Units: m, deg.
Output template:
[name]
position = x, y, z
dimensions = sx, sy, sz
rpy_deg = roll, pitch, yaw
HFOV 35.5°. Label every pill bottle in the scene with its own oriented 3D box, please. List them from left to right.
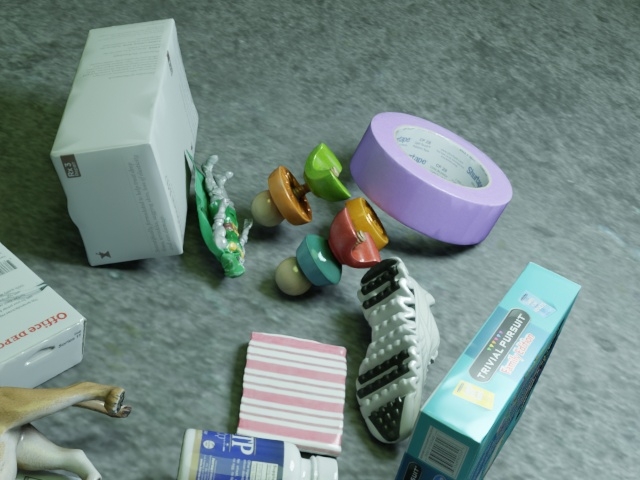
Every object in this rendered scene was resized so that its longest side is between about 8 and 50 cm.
[pill bottle]
position = -0.078, 0.291, 1.196
dimensions = 0.186, 0.112, 0.112
rpy_deg = 9, 39, -7

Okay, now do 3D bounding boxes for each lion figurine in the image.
[lion figurine]
position = -0.386, 0.259, 1.110
dimensions = 0.240, 0.142, 0.392
rpy_deg = 12, 21, 10

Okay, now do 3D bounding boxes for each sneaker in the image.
[sneaker]
position = 0.123, 0.162, 1.429
dimensions = 0.118, 0.110, 0.292
rpy_deg = 37, 40, -32

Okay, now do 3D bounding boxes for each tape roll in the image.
[tape roll]
position = 0.191, -0.111, 1.733
dimensions = 0.274, 0.090, 0.275
rpy_deg = 21, 28, -12

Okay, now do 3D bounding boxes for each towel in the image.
[towel]
position = -0.038, 0.211, 1.379
dimensions = 0.144, 0.029, 0.197
rpy_deg = 10, 41, -5

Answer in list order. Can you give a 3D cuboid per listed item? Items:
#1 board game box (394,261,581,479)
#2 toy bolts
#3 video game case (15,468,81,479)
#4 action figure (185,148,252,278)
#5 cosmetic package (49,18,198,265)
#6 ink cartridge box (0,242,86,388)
[board game box]
position = 0.198, 0.216, 1.260
dimensions = 0.079, 0.254, 0.336
rpy_deg = 28, 40, 17
[toy bolts]
position = 0.000, 0.000, 1.593
dimensions = 0.158, 0.218, 0.228
rpy_deg = -30, 39, 14
[video game case]
position = -0.285, 0.356, 1.127
dimensions = 0.183, 0.023, 0.201
rpy_deg = 13, 37, -1
[action figure]
position = -0.152, -0.031, 1.583
dimensions = 0.063, 0.137, 0.232
rpy_deg = -28, 50, 15
[cosmetic package]
position = -0.297, -0.165, 1.584
dimensions = 0.156, 0.217, 0.385
rpy_deg = -8, 41, 3
[ink cartridge box]
position = -0.436, 0.108, 1.332
dimensions = 0.208, 0.087, 0.153
rpy_deg = 36, 43, 26
